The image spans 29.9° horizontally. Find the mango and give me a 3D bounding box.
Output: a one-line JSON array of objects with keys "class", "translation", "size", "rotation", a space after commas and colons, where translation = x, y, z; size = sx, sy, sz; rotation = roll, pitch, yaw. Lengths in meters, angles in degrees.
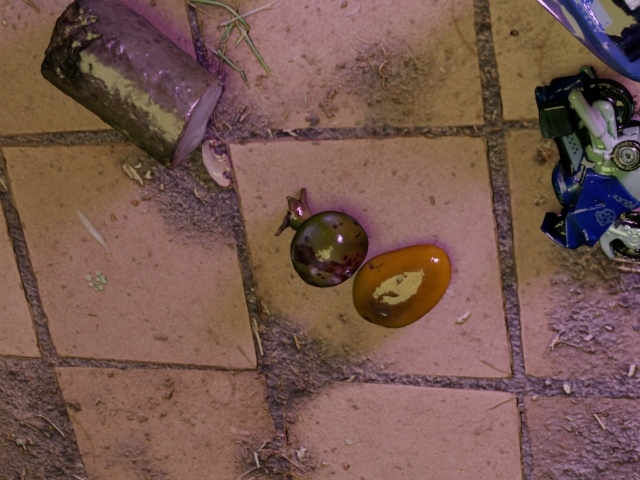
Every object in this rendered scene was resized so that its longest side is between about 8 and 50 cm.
[{"class": "mango", "translation": [0.143, 0.076, 2.106], "size": [0.195, 0.098, 0.137], "rotation": [-40, 92, 27]}]

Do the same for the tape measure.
[{"class": "tape measure", "translation": [0.427, -0.354, 1.676], "size": [0.262, 0.259, 0.138], "rotation": [44, 123, -4]}]

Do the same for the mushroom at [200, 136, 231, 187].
[{"class": "mushroom", "translation": [-0.188, -0.141, 2.174], "size": [0.049, 0.019, 0.101], "rotation": [-7, 115, 26]}]

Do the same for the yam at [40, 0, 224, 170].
[{"class": "yam", "translation": [-0.319, -0.279, 2.054], "size": [0.300, 0.195, 0.195], "rotation": [37, 123, -1]}]

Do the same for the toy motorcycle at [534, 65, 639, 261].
[{"class": "toy motorcycle", "translation": [0.425, -0.106, 1.890], "size": [0.196, 0.125, 0.331], "rotation": [-10, 115, 25]}]

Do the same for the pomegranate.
[{"class": "pomegranate", "translation": [-0.003, 0.004, 2.107], "size": [0.169, 0.148, 0.148], "rotation": [28, 122, 15]}]
